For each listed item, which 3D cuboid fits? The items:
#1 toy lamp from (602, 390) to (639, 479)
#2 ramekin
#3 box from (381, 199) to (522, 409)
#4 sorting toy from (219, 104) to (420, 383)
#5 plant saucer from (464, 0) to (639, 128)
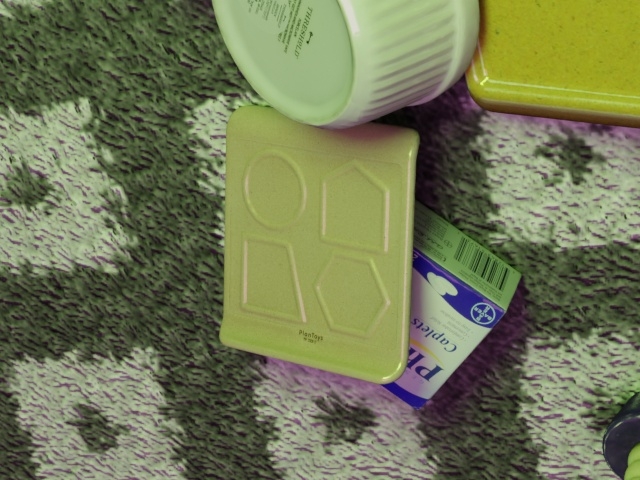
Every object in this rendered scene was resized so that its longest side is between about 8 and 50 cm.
[{"bbox_3d":[0.254,0.212,1.511,0.080,0.275,0.080,8,120,15],"label":"toy lamp"},{"bbox_3d":[0.009,-0.181,1.408,0.207,0.109,0.207,35,142,34],"label":"ramekin"},{"bbox_3d":[0.078,0.054,1.596,0.126,0.072,0.137,35,123,-3],"label":"box"},{"bbox_3d":[0.000,0.000,1.551,0.193,0.038,0.208,11,101,36],"label":"sorting toy"},{"bbox_3d":[0.200,-0.212,1.327,0.333,0.081,0.333,10,125,41],"label":"plant saucer"}]
